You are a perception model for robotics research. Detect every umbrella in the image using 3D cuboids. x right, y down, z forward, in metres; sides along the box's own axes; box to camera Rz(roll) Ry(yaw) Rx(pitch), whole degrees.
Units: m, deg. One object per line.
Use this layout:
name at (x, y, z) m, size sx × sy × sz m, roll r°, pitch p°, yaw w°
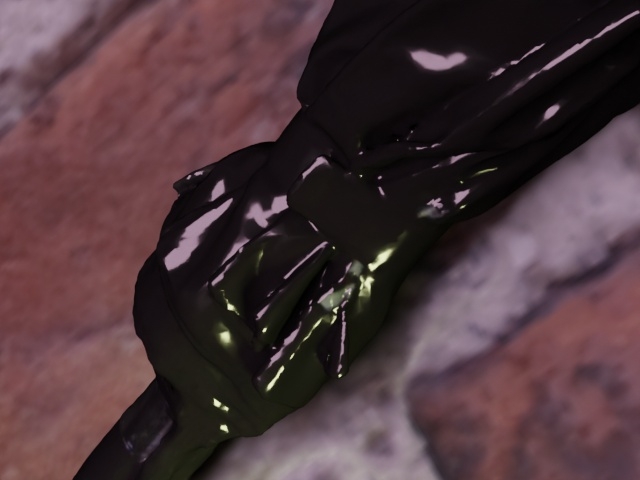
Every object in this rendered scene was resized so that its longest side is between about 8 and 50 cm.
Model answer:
umbrella at (0.000, 0.000, 0.618) m, size 0.118 × 0.118 × 0.340 m, roll 46°, pitch 116°, yaw 21°
